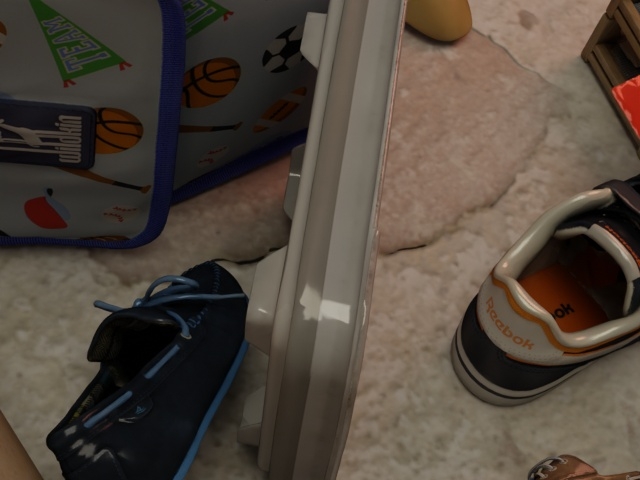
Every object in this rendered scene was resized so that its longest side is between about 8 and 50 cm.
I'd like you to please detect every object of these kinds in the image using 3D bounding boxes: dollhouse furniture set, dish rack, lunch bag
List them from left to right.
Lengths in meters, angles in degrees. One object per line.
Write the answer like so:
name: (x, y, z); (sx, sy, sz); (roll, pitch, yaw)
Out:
lunch bag: (-0.141, -0.170, 0.888); (0.385, 0.328, 0.239); (-26, 66, -25)
dish rack: (0.000, 0.000, 0.840); (0.072, 0.285, 0.333); (9, 58, 1)
dollhouse furniture set: (0.363, -0.177, 1.103); (0.183, 0.129, 0.129); (-14, 64, -18)

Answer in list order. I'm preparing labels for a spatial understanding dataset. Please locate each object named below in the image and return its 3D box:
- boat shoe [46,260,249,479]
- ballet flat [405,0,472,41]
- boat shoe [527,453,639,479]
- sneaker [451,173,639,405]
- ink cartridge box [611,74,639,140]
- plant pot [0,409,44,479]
boat shoe: (-0.108, 0.076, 0.824); (0.089, 0.109, 0.258); (50, 20, -18)
ballet flat: (0.066, -0.286, 1.141); (0.080, 0.073, 0.232); (-28, 69, -25)
boat shoe: (0.179, 0.196, 0.892); (0.183, 0.066, 0.066); (6, 54, -19)
sneaker: (0.251, 0.014, 0.973); (0.321, 0.127, 0.126); (-33, 69, -27)
ink cartridge box: (0.365, -0.059, 0.956); (0.189, 0.066, 0.232); (-26, 87, -23)
plant pot: (-0.261, 0.205, 0.672); (0.334, 0.334, 0.305); (-39, 84, -28)
